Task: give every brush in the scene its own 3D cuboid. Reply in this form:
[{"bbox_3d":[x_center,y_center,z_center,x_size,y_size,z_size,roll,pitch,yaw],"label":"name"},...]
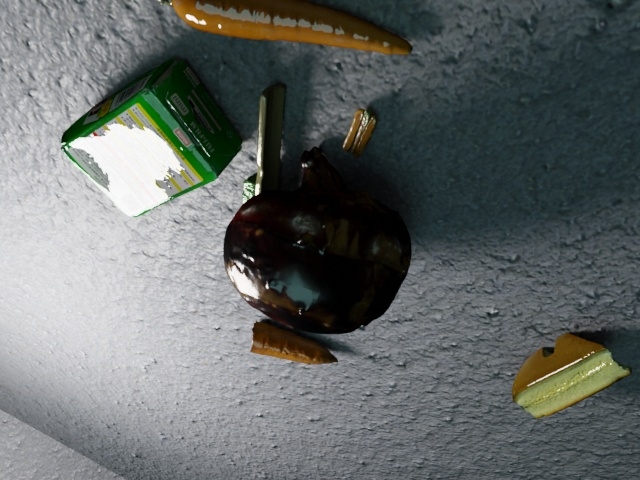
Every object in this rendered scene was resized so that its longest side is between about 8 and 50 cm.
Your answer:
[{"bbox_3d":[-0.093,-0.115,0.756,0.048,0.054,0.282,29,136,18],"label":"brush"}]

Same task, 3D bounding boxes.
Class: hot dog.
[{"bbox_3d":[0.058,-0.158,0.687,0.037,0.021,0.083,32,134,3],"label":"hot dog"}]

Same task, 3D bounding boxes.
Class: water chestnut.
[{"bbox_3d":[0.000,0.000,0.717,0.300,0.300,0.300,9,133,10],"label":"water chestnut"}]

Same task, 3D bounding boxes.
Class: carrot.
[{"bbox_3d":[-0.058,0.240,1.049,0.205,0.072,0.072,16,133,1],"label":"carrot"},{"bbox_3d":[-0.048,-0.277,0.589,0.336,0.069,0.069,13,133,3],"label":"carrot"}]

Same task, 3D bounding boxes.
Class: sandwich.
[{"bbox_3d":[0.453,0.240,0.871,0.090,0.088,0.244,32,137,1],"label":"sandwich"}]

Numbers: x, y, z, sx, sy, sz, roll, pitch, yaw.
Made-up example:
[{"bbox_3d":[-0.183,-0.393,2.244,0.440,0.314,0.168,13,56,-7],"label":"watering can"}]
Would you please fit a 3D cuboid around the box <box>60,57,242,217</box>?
[{"bbox_3d":[-0.269,-0.152,0.746,0.250,0.103,0.180,-17,123,31],"label":"box"}]
